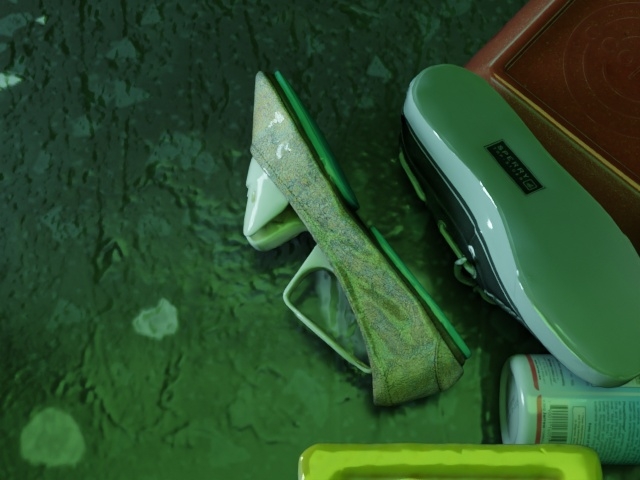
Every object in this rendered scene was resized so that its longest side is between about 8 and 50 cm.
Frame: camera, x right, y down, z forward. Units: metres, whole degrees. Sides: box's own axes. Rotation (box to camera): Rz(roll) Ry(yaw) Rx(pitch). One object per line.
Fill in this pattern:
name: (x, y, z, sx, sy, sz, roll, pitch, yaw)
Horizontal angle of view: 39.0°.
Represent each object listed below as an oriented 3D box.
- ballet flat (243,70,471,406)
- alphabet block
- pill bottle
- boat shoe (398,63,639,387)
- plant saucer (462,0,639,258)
ballet flat: (0.000, 0.000, 0.757, 0.106, 0.107, 0.316, -34, 74, 3)
alphabet block: (0.080, 0.244, 0.622, 0.193, 0.197, 0.192, -1, 72, -1)
pill bottle: (0.228, 0.134, 0.717, 0.160, 0.087, 0.087, 1, 72, 0)
boat shoe: (0.153, -0.003, 0.745, 0.113, 0.105, 0.306, -23, 64, -25)
plant saucer: (0.291, -0.151, 0.835, 0.258, 0.048, 0.259, 42, 75, 12)
